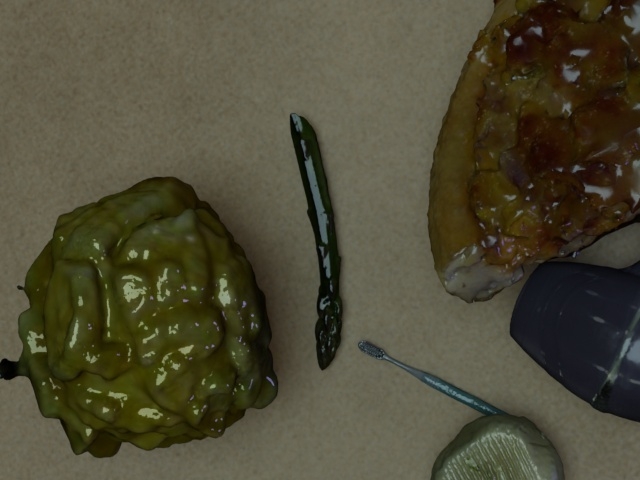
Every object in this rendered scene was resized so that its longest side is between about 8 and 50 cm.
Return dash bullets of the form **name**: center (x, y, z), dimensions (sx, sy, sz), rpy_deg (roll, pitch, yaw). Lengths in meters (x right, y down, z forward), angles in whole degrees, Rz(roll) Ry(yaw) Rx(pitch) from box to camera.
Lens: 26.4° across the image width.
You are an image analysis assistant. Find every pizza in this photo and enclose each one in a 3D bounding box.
- **pizza**: center (0.228, -0.120, 1.105), dimensions (0.278, 0.114, 0.408), rpy_deg (36, 93, 39)

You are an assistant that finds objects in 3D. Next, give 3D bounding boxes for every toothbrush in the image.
- **toothbrush**: center (0.107, 0.129, 1.221), dimensions (0.167, 0.014, 0.011), rpy_deg (27, 88, 13)

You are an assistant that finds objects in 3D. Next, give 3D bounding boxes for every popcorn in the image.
- **popcorn**: center (-0.155, 0.074, 1.173), dimensions (0.225, 0.249, 0.249), rpy_deg (-25, 84, 3)

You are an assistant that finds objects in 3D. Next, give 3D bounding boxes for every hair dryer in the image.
- **hair dryer**: center (0.353, -0.002, 1.111), dimensions (0.301, 0.121, 0.361), rpy_deg (24, 89, 19)

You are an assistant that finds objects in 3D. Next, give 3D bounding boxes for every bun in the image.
- **bun**: center (0.154, 0.205, 1.181), dimensions (0.115, 0.069, 0.115), rpy_deg (0, 90, 17)

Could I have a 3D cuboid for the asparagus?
- **asparagus**: center (-0.001, 0.000, 1.243), dimensions (0.034, 0.027, 0.236), rpy_deg (-8, 88, 20)
